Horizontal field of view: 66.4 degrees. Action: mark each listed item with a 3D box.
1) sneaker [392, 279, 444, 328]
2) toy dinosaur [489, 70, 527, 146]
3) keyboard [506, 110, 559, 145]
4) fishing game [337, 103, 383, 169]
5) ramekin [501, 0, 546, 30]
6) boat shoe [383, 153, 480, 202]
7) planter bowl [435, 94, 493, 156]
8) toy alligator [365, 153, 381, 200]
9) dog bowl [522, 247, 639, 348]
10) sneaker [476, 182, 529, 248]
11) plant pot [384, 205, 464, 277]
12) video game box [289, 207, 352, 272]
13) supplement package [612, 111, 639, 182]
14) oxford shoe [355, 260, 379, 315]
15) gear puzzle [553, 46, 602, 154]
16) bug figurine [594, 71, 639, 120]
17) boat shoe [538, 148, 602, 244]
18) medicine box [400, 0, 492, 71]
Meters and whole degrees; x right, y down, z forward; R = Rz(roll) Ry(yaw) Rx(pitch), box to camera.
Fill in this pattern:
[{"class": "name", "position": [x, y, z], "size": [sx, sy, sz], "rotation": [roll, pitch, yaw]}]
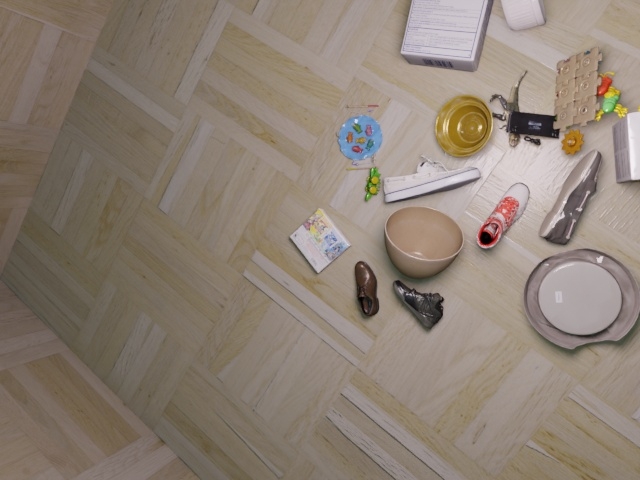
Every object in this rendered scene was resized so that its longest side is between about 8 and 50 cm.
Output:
[{"class": "sneaker", "position": [0.389, 0.218, 1.892], "size": [0.227, 0.087, 0.130], "rotation": [47, 107, 10]}, {"class": "toy dinosaur", "position": [0.661, -0.467, 1.744], "size": [0.118, 0.064, 0.268], "rotation": [4, 95, 8]}, {"class": "keyboard", "position": [0.742, -0.387, 1.705], "size": [0.180, 0.023, 0.108], "rotation": [7, 89, 2]}, {"class": "fishing game", "position": [0.156, -0.416, 1.969], "size": [0.189, 0.041, 0.264], "rotation": [4, 95, 20]}, {"class": "ramekin", "position": [0.676, -0.810, 1.642], "size": [0.109, 0.207, 0.207], "rotation": [-11, 89, 32]}, {"class": "boat shoe", "position": [0.404, -0.253, 1.838], "size": [0.367, 0.136, 0.156], "rotation": [-13, 86, 33]}, {"class": "planter bowl", "position": [0.534, -0.411, 1.772], "size": [0.217, 0.090, 0.217], "rotation": [6, 100, 40]}, {"class": "toy alligator", "position": [0.219, -0.247, 1.949], "size": [0.051, 0.056, 0.189], "rotation": [7, 99, -18]}, {"class": "dog bowl", "position": [0.881, 0.193, 1.675], "size": [0.349, 0.102, 0.348], "rotation": [1, 93, 23]}, {"class": "sneaker", "position": [0.646, -0.083, 1.729], "size": [0.090, 0.145, 0.270], "rotation": [37, 106, 16]}, {"class": "plant pot", "position": [0.366, 0.033, 1.815], "size": [0.284, 0.284, 0.191], "rotation": [26, 139, 19]}, {"class": "video game box", "position": [0.000, 0.000, 2.058], "size": [0.187, 0.048, 0.205], "rotation": [-42, 78, 21]}, {"class": "supplement package", "position": [1.029, -0.286, 1.492], "size": [0.199, 0.263, 0.198], "rotation": [-4, 92, 22]}, {"class": "oxford shoe", "position": [0.182, 0.194, 1.970], "size": [0.083, 0.096, 0.227], "rotation": [-16, 86, 25]}, {"class": "gear puzzle", "position": [0.854, -0.449, 1.614], "size": [0.044, 0.175, 0.339], "rotation": [5, 88, -23]}, {"class": "bug figurine", "position": [0.977, -0.471, 1.521], "size": [0.279, 0.216, 0.072], "rotation": [-2, 135, 42]}, {"class": "boat shoe", "position": [0.869, -0.141, 1.663], "size": [0.095, 0.112, 0.335], "rotation": [25, 109, 1]}, {"class": "medicine box", "position": [0.459, -0.783, 1.758], "size": [0.263, 0.149, 0.289], "rotation": [15, 99, 21]}]
